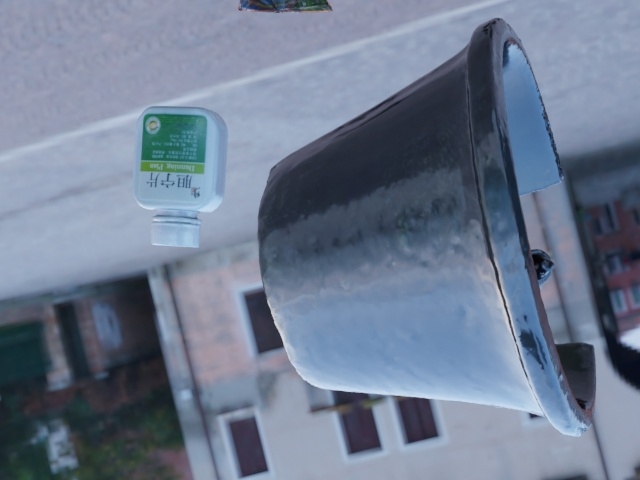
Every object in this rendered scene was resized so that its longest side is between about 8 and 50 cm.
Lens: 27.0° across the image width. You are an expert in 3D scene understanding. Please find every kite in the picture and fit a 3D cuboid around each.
[{"bbox_3d":[-0.039,-0.309,1.479,0.159,0.190,0.010,-41,151,30],"label":"kite"}]

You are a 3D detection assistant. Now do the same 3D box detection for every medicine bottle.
[{"bbox_3d":[-0.187,-0.083,1.760,0.119,0.183,0.069,3,180,13],"label":"medicine bottle"}]

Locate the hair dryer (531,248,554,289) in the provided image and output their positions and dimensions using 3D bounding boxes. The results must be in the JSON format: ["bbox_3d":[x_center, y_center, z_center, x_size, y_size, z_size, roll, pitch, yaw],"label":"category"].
[{"bbox_3d":[0.158,0.037,1.238,0.128,0.070,0.255,-27,177,-7],"label":"hair dryer"}]

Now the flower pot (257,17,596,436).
[{"bbox_3d":[0.090,0.004,1.207,0.251,0.379,0.379,-10,179,17],"label":"flower pot"}]
